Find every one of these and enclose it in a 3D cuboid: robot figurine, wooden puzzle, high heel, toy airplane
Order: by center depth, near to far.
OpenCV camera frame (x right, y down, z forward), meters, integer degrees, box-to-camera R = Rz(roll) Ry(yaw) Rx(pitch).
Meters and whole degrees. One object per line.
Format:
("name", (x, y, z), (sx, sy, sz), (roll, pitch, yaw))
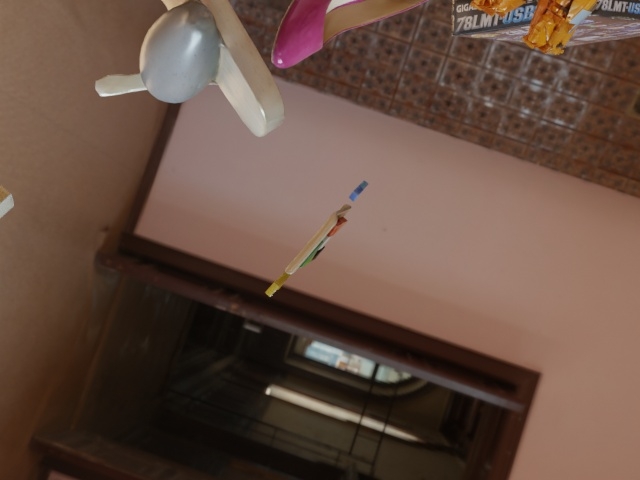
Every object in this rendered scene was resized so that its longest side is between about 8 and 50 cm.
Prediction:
("toy airplane", (-0.185, -0.295, 0.633), (0.272, 0.386, 0.384), (-32, 145, 3))
("wooden puzzle", (0.000, 0.000, 0.691), (0.116, 0.014, 0.078), (-50, 178, 22))
("high heel", (0.046, -0.260, 0.907), (0.244, 0.117, 0.082), (-52, 166, -34))
("robot figurine", (0.324, -0.404, 1.024), (0.085, 0.211, 0.291), (-12, 138, -45))

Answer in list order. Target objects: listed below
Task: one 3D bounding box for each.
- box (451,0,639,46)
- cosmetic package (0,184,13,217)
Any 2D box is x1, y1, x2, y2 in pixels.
("box", (0.424, -0.378, 1.319), (0.295, 0.293, 0.074), (10, -79, 56))
("cosmetic package", (-0.482, -0.080, 1.091), (0.041, 0.115, 0.060), (-49, -176, -24))
